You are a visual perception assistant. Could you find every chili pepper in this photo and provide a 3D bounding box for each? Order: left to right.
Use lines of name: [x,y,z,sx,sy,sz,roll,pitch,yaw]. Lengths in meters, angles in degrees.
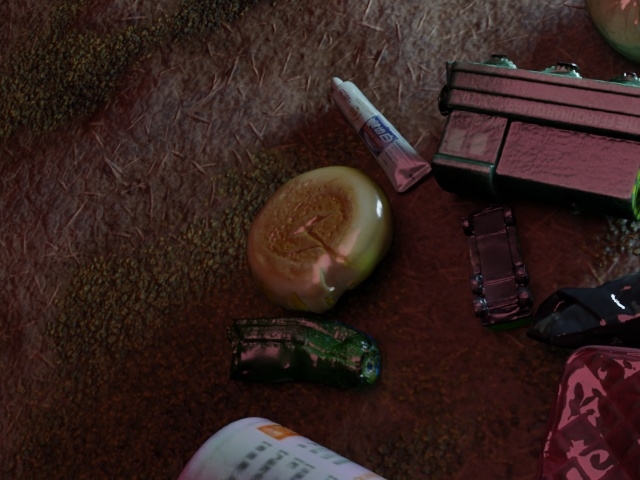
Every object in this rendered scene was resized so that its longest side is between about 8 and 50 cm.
chili pepper: [-0.029,0.145,1.328,0.224,0.061,0.098,3,69,27]

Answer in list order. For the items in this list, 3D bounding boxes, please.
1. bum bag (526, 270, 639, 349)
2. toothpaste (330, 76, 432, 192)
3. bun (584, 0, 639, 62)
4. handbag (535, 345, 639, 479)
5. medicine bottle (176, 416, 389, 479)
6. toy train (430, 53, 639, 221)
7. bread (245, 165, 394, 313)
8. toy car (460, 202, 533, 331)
bum bag: [0.397,0.067,1.141,0.341,0.144,0.095,-14,100,15]
toothpaste: [0.076,-0.159,1.465,0.060,0.038,0.233,-39,57,5]
bun: [0.455,-0.334,1.339,0.237,0.116,0.209,18,72,32]
handbag: [0.315,0.227,1.085,0.147,0.135,0.225,7,71,27]
medicine bottle: [0.032,0.358,1.086,0.388,0.219,0.219,22,74,33]
toy train: [0.293,-0.123,1.295,0.330,0.138,0.178,14,79,27]
bread: [0.000,0.000,1.368,0.213,0.105,0.213,-12,60,22]
toy car: [0.222,0.033,1.275,0.071,0.062,0.165,-14,58,16]
